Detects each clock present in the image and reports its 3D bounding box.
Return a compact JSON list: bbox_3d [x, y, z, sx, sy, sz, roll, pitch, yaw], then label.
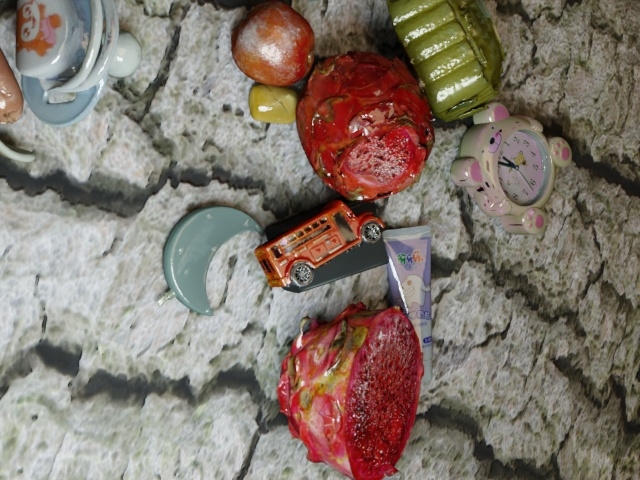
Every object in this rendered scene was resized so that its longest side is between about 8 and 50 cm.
[{"bbox_3d":[0.487,-0.189,1.826,0.310,0.114,0.283,30,78,-29],"label":"clock"}]

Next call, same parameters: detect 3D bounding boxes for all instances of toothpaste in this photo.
[{"bbox_3d":[0.216,0.152,1.698,0.125,0.080,0.371,-6,95,-16],"label":"toothpaste"}]

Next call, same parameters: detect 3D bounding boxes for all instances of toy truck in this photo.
[{"bbox_3d":[0.000,0.000,1.417,0.253,0.107,0.114,-31,95,-20],"label":"toy truck"}]

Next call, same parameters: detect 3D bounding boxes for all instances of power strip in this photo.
[{"bbox_3d":[-0.234,0.036,1.422,0.168,0.054,0.253,39,73,-25],"label":"power strip"}]

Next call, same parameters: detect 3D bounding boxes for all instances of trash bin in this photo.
[{"bbox_3d":[0.014,0.006,1.541,0.226,0.115,0.165,-20,103,-28],"label":"trash bin"}]

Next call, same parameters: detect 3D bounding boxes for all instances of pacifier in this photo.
[{"bbox_3d":[-0.395,-0.340,1.226,0.233,0.244,0.299,-3,97,-62],"label":"pacifier"}]

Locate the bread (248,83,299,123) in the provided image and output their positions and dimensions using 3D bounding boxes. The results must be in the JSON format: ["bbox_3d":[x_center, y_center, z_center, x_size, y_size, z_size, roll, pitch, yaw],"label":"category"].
[{"bbox_3d":[-0.092,-0.286,1.489,0.115,0.056,0.082,6,89,-32],"label":"bread"}]

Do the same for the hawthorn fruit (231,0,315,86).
[{"bbox_3d":[-0.091,-0.388,1.423,0.173,0.173,0.172,-2,94,-32],"label":"hawthorn fruit"}]

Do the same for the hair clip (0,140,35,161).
[{"bbox_3d":[-0.597,-0.192,1.126,0.113,0.173,0.282,-48,125,-12],"label":"hair clip"}]

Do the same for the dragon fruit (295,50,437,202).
[{"bbox_3d":[0.091,-0.239,1.466,0.296,0.296,0.301,1,68,-32],"label":"dragon fruit"}]

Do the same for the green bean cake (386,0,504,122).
[{"bbox_3d":[0.303,-0.443,1.621,0.309,0.202,0.285,68,19,1],"label":"green bean cake"}]

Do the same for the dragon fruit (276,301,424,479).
[{"bbox_3d":[0.057,0.308,1.495,0.386,0.249,0.370,-13,106,-58],"label":"dragon fruit"}]

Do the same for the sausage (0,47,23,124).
[{"bbox_3d":[-0.607,-0.388,1.145,0.088,0.088,0.433,-35,110,-26],"label":"sausage"}]
